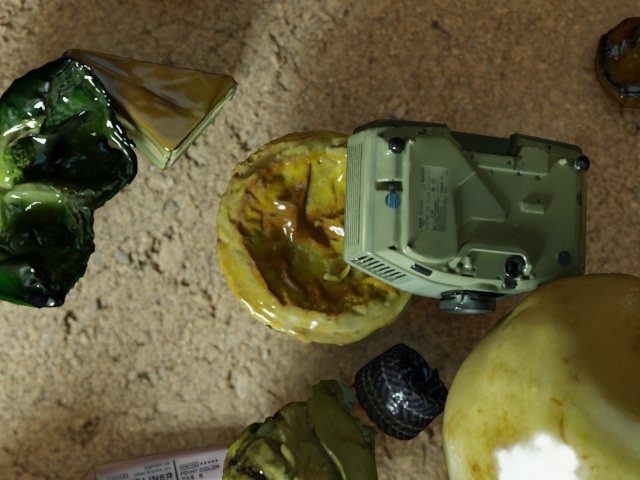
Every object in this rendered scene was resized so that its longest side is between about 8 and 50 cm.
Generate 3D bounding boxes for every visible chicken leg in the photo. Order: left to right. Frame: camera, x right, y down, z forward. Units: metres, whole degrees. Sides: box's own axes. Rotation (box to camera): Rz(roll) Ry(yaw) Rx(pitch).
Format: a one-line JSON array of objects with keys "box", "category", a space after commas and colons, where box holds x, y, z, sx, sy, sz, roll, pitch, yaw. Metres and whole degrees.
[{"box": [0.012, 0.346, 1.631, 0.201, 0.153, 0.429, -11, 53, -17], "category": "chicken leg"}]

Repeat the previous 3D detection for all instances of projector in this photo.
[{"box": [0.158, -0.021, 1.744, 0.269, 0.088, 0.194, 5, 82, -24], "category": "projector"}]

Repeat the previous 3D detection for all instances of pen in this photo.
[{"box": [-0.187, 0.251, 1.728, 0.197, 0.032, 0.053, -11, 80, -16], "category": "pen"}]

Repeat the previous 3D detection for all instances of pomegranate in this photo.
[{"box": [0.287, 0.201, 1.690, 0.332, 0.332, 0.333, 3, 76, -12], "category": "pomegranate"}]

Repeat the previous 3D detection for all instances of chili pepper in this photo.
[{"box": [-0.285, -0.057, 1.743, 0.148, 0.116, 0.265, 4, 81, 28], "category": "chili pepper"}]

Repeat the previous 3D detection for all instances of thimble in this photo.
[{"box": [0.086, 0.160, 1.770, 0.066, 0.104, 0.095, -44, 65, 18], "category": "thimble"}]

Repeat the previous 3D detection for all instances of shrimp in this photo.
[{"box": [0.441, -0.249, 1.971, 0.262, 0.066, 0.117, -35, 87, -20], "category": "shrimp"}]

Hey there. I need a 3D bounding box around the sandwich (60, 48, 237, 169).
[{"box": [-0.189, -0.175, 1.804, 0.163, 0.079, 0.113, 42, 70, 1], "category": "sandwich"}]

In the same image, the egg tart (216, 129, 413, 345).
[{"box": [0.000, 0.000, 1.791, 0.241, 0.106, 0.241, 2, 79, -11], "category": "egg tart"}]
